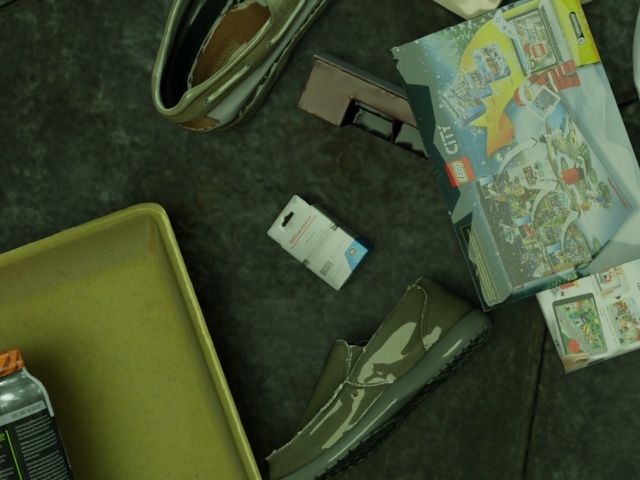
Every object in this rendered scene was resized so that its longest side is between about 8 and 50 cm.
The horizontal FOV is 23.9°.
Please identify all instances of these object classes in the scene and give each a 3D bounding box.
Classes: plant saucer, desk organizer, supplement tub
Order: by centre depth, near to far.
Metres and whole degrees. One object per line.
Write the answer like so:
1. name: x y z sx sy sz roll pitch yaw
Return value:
1. desk organizer: 0.049 -0.114 1.324 0.130 0.047 0.050 26 105 11
2. supplement tub: -0.281 0.198 1.331 0.117 0.117 0.190 -15 92 16
3. plant saucer: -0.226 0.164 1.414 0.333 0.081 0.332 -19 91 16

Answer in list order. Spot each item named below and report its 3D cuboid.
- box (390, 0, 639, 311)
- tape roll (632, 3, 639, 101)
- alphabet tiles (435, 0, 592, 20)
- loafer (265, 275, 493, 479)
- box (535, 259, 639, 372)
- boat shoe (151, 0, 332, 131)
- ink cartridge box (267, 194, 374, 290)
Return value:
1. box: 0.172 -0.077 1.252 0.159 0.044 0.233 -19 91 11
2. tape roll: 0.363 -0.154 1.222 0.219 0.072 0.219 2 96 15
3. alphabet tiles: 0.151 -0.337 1.281 0.278 0.021 0.284 32 103 12
4. loafer: 0.040 0.128 1.342 0.251 0.094 0.087 -43 73 11
5. box: 0.226 -0.002 1.295 0.114 0.036 0.207 -20 91 16
6. boat shoe: -0.050 -0.227 1.296 0.113 0.103 0.302 30 106 17
7. ink cartridge box: 0.000 0.000 1.359 0.083 0.028 0.048 39 104 7
